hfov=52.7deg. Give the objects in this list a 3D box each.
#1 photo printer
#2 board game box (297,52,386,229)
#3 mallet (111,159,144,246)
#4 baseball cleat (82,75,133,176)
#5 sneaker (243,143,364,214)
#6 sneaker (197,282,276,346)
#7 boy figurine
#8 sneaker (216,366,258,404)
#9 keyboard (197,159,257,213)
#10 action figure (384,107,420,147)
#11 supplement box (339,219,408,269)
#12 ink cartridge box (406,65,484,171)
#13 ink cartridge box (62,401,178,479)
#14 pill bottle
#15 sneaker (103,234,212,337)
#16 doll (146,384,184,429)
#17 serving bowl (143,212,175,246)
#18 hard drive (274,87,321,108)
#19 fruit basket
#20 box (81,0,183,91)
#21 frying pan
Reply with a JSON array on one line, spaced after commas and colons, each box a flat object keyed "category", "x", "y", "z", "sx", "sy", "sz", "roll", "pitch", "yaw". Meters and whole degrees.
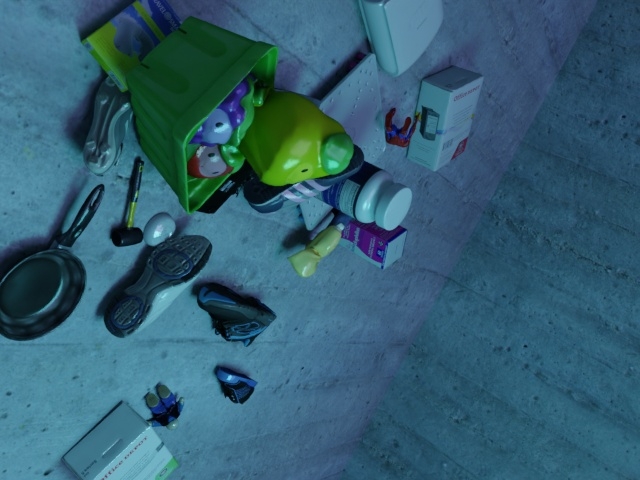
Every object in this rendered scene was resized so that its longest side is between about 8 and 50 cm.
[{"category": "photo printer", "x": 0.230, "y": -0.618, "z": 1.765, "sx": 0.256, "sy": 0.107, "sz": 0.307, "roll": -52, "pitch": 151, "yaw": -14}, {"category": "board game box", "x": 0.040, "y": -0.278, "z": 1.841, "sx": 0.390, "sy": 0.050, "sz": 0.390, "roll": -48, "pitch": 150, "yaw": -21}, {"category": "mallet", "x": -0.385, "y": -0.075, "z": 1.353, "sx": 0.062, "sy": 0.039, "sz": 0.189, "roll": -1, "pitch": 114, "yaw": -59}, {"category": "baseball cleat", "x": -0.385, "y": -0.219, "z": 1.192, "sx": 0.109, "sy": 0.072, "sz": 0.205, "roll": 149, "pitch": -38, "yaw": -79}, {"category": "sneaker", "x": -0.038, "y": -0.157, "z": 1.670, "sx": 0.319, "sy": 0.112, "sz": 0.131, "roll": -19, "pitch": 159, "yaw": 2}, {"category": "sneaker", "x": -0.240, "y": 0.217, "z": 1.776, "sx": 0.139, "sy": 0.125, "sz": 0.341, "roll": -54, "pitch": 150, "yaw": -1}, {"category": "boy figurine", "x": 0.000, "y": 0.000, "z": 1.954, "sx": 0.285, "sy": 0.092, "sz": 0.177, "roll": -49, "pitch": -168, "yaw": -29}, {"category": "sneaker", "x": -0.267, "y": 0.457, "z": 2.005, "sx": 0.090, "sy": 0.081, "sz": 0.232, "roll": -63, "pitch": 154, "yaw": -11}, {"category": "keyboard", "x": -0.221, "y": -0.138, "z": 1.527, "sx": 0.192, "sy": 0.038, "sz": 0.100, "roll": -43, "pitch": 151, "yaw": 19}, {"category": "action figure", "x": 0.256, "y": -0.375, "z": 2.033, "sx": 0.280, "sy": 0.092, "sz": 0.139, "roll": 44, "pitch": 63, "yaw": -82}, {"category": "supplement box", "x": 0.156, "y": -0.019, "z": 2.098, "sx": 0.114, "sy": 0.220, "sz": 0.111, "roll": -32, "pitch": 141, "yaw": -40}, {"category": "ink cartridge box", "x": 0.435, "y": -0.429, "z": 2.261, "sx": 0.226, "sy": 0.131, "sz": 0.306, "roll": -32, "pitch": 140, "yaw": -41}, {"category": "ink cartridge box", "x": -0.509, "y": 0.575, "z": 1.677, "sx": 0.198, "sy": 0.115, "sz": 0.272, "roll": -43, "pitch": 148, "yaw": -26}, {"category": "pill bottle", "x": 0.102, "y": -0.138, "z": 1.737, "sx": 0.153, "sy": 0.265, "sz": 0.153, "roll": -40, "pitch": 147, "yaw": -34}, {"category": "sneaker", "x": -0.368, "y": 0.100, "z": 1.487, "sx": 0.297, "sy": 0.111, "sz": 0.129, "roll": -43, "pitch": 173, "yaw": -9}, {"category": "doll", "x": -0.432, "y": 0.473, "z": 1.785, "sx": 0.129, "sy": 0.046, "sz": 0.189, "roll": -35, "pitch": 147, "yaw": -22}, {"category": "serving bowl", "x": -0.357, "y": -0.019, "z": 1.455, "sx": 0.083, "sy": 0.027, "sz": 0.083, "roll": -39, "pitch": 145, "yaw": -35}, {"category": "hard drive", "x": -0.126, "y": -0.277, "z": 1.512, "sx": 0.255, "sy": 0.054, "sz": 0.171, "roll": -2, "pitch": 119, "yaw": -43}, {"category": "fruit basket", "x": -0.141, "y": -0.189, "z": 1.201, "sx": 0.283, "sy": 0.392, "sz": 0.392, "roll": -51, "pitch": 151, "yaw": -20}, {"category": "box", "x": -0.314, "y": -0.359, "z": 1.139, "sx": 0.178, "sy": 0.042, "sz": 0.109, "roll": -48, "pitch": 119, "yaw": -21}, {"category": "frying pan", "x": -0.524, "y": 0.044, "z": 1.216, "sx": 0.197, "sy": 0.053, "sz": 0.326, "roll": -15, "pitch": 127, "yaw": -54}]
